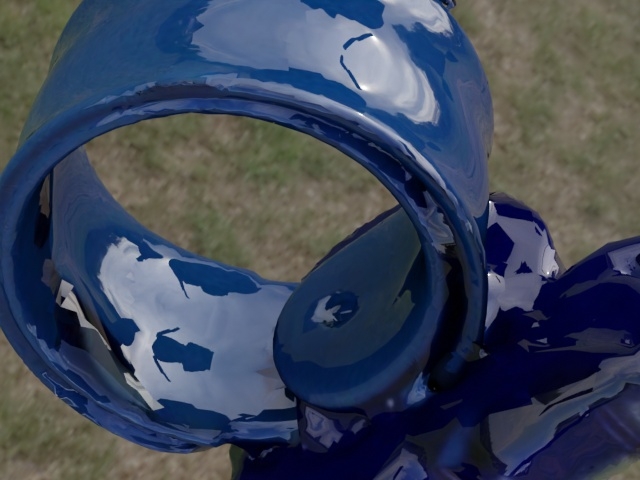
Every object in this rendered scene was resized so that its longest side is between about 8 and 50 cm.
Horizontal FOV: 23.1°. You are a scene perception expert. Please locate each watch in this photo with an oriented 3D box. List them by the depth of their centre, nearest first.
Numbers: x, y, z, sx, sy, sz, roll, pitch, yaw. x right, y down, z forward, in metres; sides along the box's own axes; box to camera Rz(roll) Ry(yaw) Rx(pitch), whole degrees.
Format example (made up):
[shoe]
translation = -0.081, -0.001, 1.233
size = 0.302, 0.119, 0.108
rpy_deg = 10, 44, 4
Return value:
[watch]
translation = -0.005, 0.000, 0.529
size = 0.200, 0.196, 0.171
rpy_deg = 46, 23, -25
